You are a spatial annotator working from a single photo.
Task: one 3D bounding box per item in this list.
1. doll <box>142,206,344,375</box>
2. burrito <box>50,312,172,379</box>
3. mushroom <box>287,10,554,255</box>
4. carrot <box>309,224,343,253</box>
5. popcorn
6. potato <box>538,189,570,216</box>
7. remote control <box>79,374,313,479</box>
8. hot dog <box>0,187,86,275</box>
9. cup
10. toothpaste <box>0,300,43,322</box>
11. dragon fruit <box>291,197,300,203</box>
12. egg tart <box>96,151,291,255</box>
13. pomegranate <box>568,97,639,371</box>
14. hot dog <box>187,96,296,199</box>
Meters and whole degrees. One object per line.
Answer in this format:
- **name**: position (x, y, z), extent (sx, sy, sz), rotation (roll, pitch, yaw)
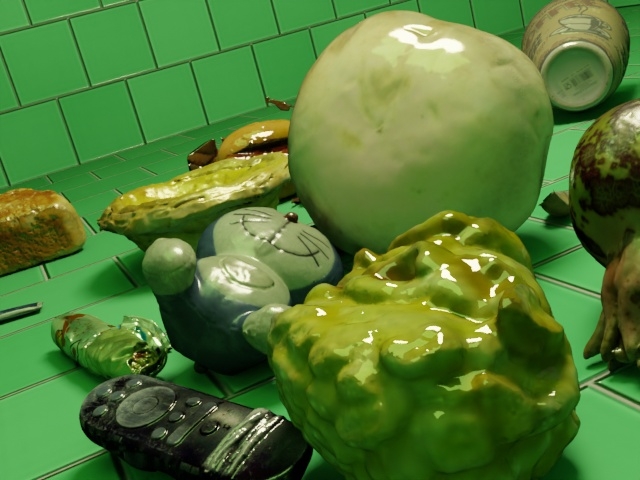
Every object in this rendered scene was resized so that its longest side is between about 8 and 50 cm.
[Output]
- **doll**: position (-0.075, 0.047, 0.932), extent (0.228, 0.154, 0.258), rotation (25, 37, 12)
- **burrito**: position (-0.252, 0.126, 0.998), extent (0.104, 0.054, 0.288), rotation (-22, 17, -30)
- **mushroom**: position (0.139, -0.148, 1.067), extent (0.353, 0.325, 0.353), rotation (-21, 13, 5)
- **carrot**: position (0.000, 0.000, 1.163), extent (0.314, 0.066, 0.066), rotation (-25, 20, -33)
- **popcorn**: position (0.071, 0.087, 0.622), extent (0.225, 0.173, 0.286), rotation (-10, 23, 7)
- **potato**: position (0.327, -0.045, 1.093), extent (0.037, 0.036, 0.093), rotation (-47, -18, 25)
- **remote control**: position (-0.110, 0.178, 0.706), extent (0.266, 0.066, 0.090), rotation (6, 39, 40)
- **hot dog**: position (-0.611, -0.018, 1.621), extent (0.257, 0.150, 0.153), rotation (-18, 27, -10)
- **cup**: position (0.496, -0.353, 1.678), extent (0.301, 0.227, 0.257), rotation (-39, 8, 31)
- **toothpaste**: position (-0.512, 0.122, 1.280), extent (0.140, 0.021, 0.037), rotation (-17, 16, -12)
- **dragon fruit**: position (0.022, -0.101, 1.471), extent (0.190, 0.094, 0.094), rotation (-31, 8, 28)
- **egg tart**: position (-0.200, -0.047, 1.363), extent (0.345, 0.132, 0.345), rotation (-13, 17, 4)
- **pomegranate**: position (0.323, -0.020, 0.713), extent (0.222, 0.204, 0.276), rotation (17, 35, 33)
- **hot dog**: position (-0.085, -0.175, 1.579), extent (0.326, 0.194, 0.107), rotation (-33, 15, -14)
